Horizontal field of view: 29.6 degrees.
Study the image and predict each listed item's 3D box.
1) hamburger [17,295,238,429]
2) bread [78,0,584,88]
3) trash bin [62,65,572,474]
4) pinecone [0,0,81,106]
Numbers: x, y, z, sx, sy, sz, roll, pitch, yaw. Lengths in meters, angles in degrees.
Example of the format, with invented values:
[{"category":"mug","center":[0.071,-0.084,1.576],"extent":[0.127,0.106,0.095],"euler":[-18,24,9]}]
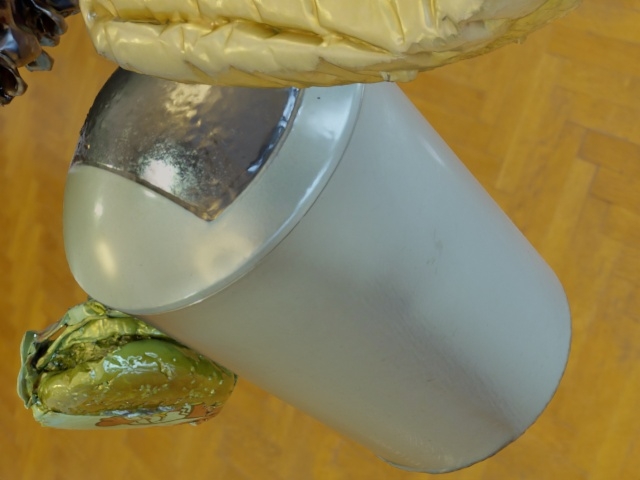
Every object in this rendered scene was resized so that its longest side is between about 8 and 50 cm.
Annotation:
[{"category":"hamburger","center":[-0.176,0.111,1.162],"extent":[0.235,0.214,0.125],"euler":[-37,62,49]},{"category":"bread","center":[0.002,-0.129,0.457],"extent":[0.236,0.106,0.139],"euler":[7,108,43]},{"category":"trash bin","center":[0.000,0.000,0.988],"extent":[0.280,0.432,0.280],"euler":[-24,47,28]},{"category":"pinecone","center":[-0.346,-0.251,1.183],"extent":[0.243,0.244,0.257],"euler":[14,98,51]}]
